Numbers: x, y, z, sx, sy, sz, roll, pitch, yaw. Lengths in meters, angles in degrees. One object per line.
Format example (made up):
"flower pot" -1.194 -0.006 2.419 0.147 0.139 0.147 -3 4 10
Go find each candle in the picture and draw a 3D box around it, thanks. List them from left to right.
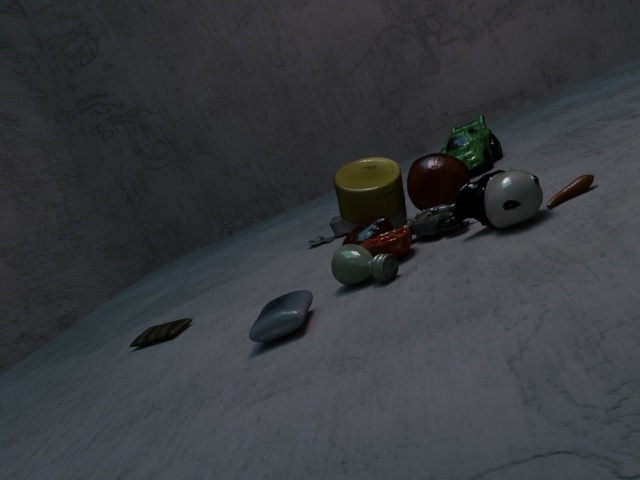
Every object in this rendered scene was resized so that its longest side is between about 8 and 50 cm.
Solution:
"candle" 0.124 -0.083 2.196 0.168 0.068 0.192 -22 9 19

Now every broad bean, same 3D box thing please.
"broad bean" 0.141 -0.009 1.720 0.165 0.084 0.114 -31 12 0

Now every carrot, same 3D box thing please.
"carrot" 0.586 -0.115 1.342 0.142 0.035 0.035 -33 10 -3

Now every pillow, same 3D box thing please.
"pillow" -0.514 0.295 1.842 0.203 0.038 0.113 -19 11 28

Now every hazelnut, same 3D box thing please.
"hazelnut" 0.358 -0.162 1.760 0.208 0.208 0.208 -24 10 4

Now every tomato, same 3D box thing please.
"tomato" 0.176 0.020 1.506 0.156 0.069 0.155 -18 6 2

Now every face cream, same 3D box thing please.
"face cream" 0.163 -0.142 1.855 0.218 0.179 0.218 -9 35 6

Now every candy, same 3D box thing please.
"candy" -0.088 0.175 1.330 0.138 0.071 0.174 -24 8 11

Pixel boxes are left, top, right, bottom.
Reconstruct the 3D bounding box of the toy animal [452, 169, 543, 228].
"toy animal" 0.427 -0.090 1.339 0.166 0.138 0.179 -48 24 -14

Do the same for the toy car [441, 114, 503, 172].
"toy car" 0.571 -0.356 2.236 0.213 0.176 0.359 -19 12 35

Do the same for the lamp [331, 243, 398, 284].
"lamp" 0.104 0.062 1.406 0.106 0.106 0.193 -31 21 -33

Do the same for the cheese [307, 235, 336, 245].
"cheese" 0.000 0.000 2.180 0.121 0.026 0.067 -8 17 34

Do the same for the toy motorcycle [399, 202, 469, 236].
"toy motorcycle" 0.319 -0.057 1.565 0.152 0.073 0.225 -30 10 -41
